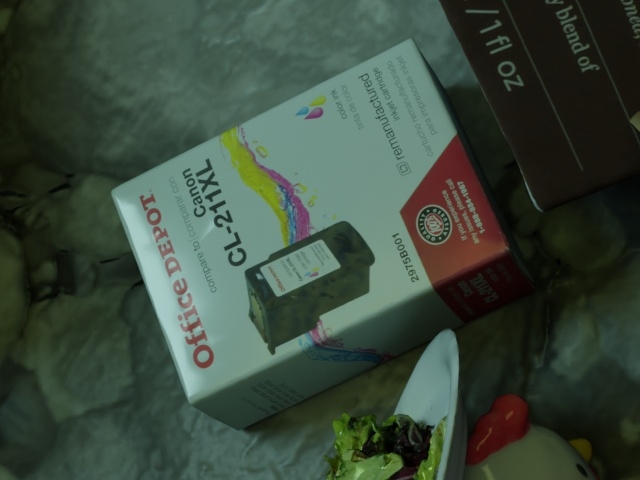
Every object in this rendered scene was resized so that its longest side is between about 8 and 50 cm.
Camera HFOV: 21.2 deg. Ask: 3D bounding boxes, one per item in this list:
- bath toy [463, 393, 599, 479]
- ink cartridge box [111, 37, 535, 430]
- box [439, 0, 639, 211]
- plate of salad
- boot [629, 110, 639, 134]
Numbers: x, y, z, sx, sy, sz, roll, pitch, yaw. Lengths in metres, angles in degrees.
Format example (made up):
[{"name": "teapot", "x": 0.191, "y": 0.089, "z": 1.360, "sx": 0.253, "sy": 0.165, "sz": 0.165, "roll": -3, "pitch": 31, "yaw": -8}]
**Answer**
[{"name": "bath toy", "x": 0.178, "y": 0.151, "z": 0.682, "sx": 0.348, "sy": 0.151, "sz": 0.129, "roll": 16, "pitch": 116, "yaw": 44}, {"name": "ink cartridge box", "x": 0.000, "y": 0.000, "z": 0.860, "sx": 0.175, "sy": 0.072, "sz": 0.127, "roll": -26, "pitch": 69, "yaw": 9}, {"name": "box", "x": 0.229, "y": -0.180, "z": 0.750, "sx": 0.381, "sy": 0.191, "sz": 0.143, "roll": -23, "pitch": 30, "yaw": 13}, {"name": "plate of salad", "x": 0.019, "y": 0.131, "z": 0.751, "sx": 0.048, "sy": 0.200, "sz": 0.199, "roll": 18, "pitch": 79, "yaw": -4}, {"name": "boot", "x": 0.241, "y": -0.059, "z": 0.704, "sx": 0.197, "sy": 0.073, "sz": 0.152, "roll": 29, "pitch": 96, "yaw": 21}]
